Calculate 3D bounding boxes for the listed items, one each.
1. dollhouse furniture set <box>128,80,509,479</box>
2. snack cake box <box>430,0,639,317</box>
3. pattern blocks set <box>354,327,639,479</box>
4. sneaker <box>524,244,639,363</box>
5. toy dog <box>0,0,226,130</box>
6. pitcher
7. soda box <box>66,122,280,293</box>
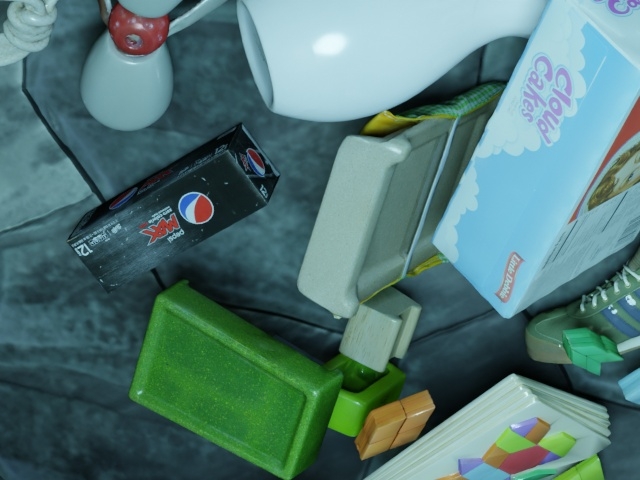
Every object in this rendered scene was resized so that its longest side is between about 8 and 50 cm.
[{"bbox_3d":[0.000,0.000,1.494,0.151,0.197,0.301,28,118,20],"label":"dollhouse furniture set"},{"bbox_3d":[0.193,-0.080,1.365,0.089,0.152,0.264,47,141,21],"label":"snack cake box"},{"bbox_3d":[0.128,0.176,1.543,0.285,0.026,0.325,13,134,-41],"label":"pattern blocks set"},{"bbox_3d":[0.250,0.037,1.520,0.192,0.064,0.086,-8,116,10],"label":"sneaker"},{"bbox_3d":[-0.117,-0.236,1.399,0.220,0.161,0.334,27,140,-25],"label":"toy dog"},{"bbox_3d":[0.043,-0.177,1.359,0.207,0.178,0.125,-18,144,-10],"label":"pitcher"},{"bbox_3d":[-0.118,-0.025,1.566,0.169,0.053,0.060,-28,110,24],"label":"soda box"}]
